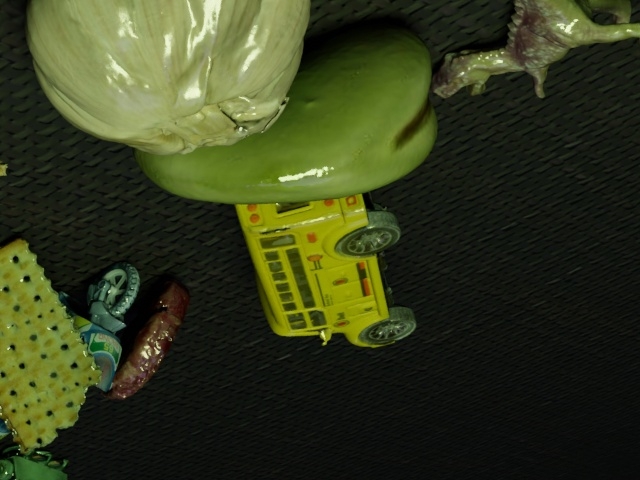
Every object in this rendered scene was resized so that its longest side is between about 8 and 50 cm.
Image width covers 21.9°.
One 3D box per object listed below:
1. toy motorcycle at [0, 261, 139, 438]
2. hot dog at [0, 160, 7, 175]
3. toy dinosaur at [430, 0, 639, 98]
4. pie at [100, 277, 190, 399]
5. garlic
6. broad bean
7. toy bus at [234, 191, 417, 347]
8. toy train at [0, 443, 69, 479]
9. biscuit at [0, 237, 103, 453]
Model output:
[{"bbox_3d":[-0.280,0.125,1.711,0.254,0.135,0.092,-33,135,21],"label":"toy motorcycle"},{"bbox_3d":[-0.380,-0.056,1.361,0.249,0.102,0.076,1,-168,-27],"label":"hot dog"},{"bbox_3d":[0.184,-0.191,1.414,0.200,0.072,0.251,-2,164,-4],"label":"toy dinosaur"},{"bbox_3d":[-0.187,0.107,1.755,0.038,0.153,0.153,31,140,-11],"label":"pie"},{"bbox_3d":[-0.111,-0.147,1.239,0.228,0.152,0.228,-7,154,-3],"label":"garlic"},{"bbox_3d":[-0.024,-0.090,1.385,0.263,0.189,0.121,-17,122,-4],"label":"broad bean"},{"bbox_3d":[0.000,0.000,1.619,0.152,0.144,0.330,-15,154,0],"label":"toy bus"},{"bbox_3d":[-0.398,0.319,2.152,0.118,0.074,0.176,-18,157,16],"label":"toy train"},{"bbox_3d":[-0.293,0.104,1.635,0.144,0.203,0.016,-25,-171,27],"label":"biscuit"}]
